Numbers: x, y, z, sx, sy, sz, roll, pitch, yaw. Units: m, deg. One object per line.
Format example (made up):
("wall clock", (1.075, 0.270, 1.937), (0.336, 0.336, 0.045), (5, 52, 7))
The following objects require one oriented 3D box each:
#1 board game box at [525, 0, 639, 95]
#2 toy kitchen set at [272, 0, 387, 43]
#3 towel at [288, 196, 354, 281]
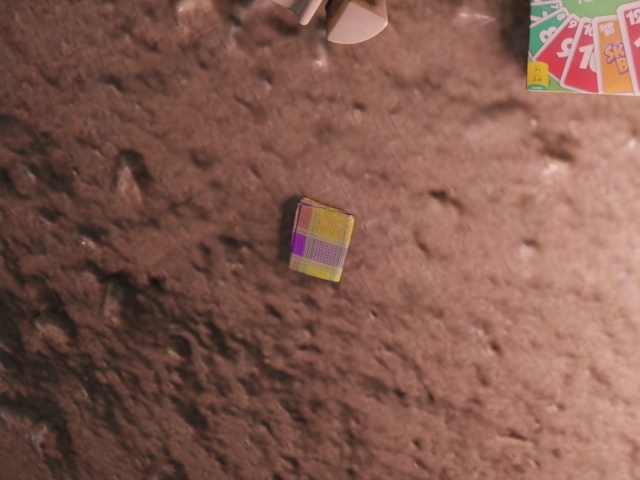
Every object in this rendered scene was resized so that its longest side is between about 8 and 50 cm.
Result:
("board game box", (0.235, -0.246, 0.871), (0.124, 0.039, 0.259), (5, 115, 16))
("toy kitchen set", (-0.012, -0.289, 0.904), (0.207, 0.122, 0.166), (24, 123, -18))
("towel", (0.000, 0.000, 1.089), (0.060, 0.009, 0.083), (16, 121, 10))
